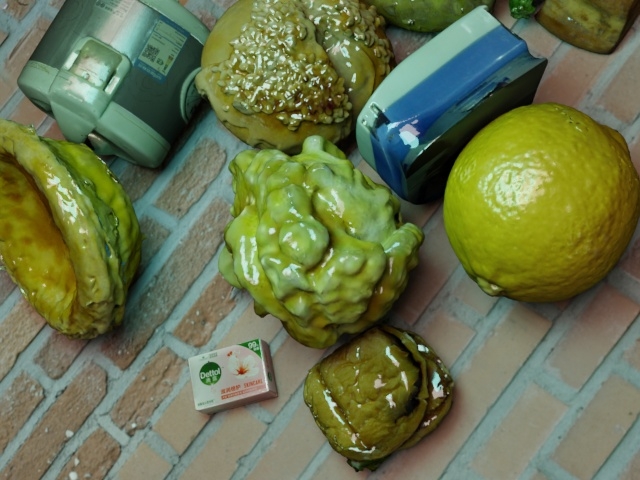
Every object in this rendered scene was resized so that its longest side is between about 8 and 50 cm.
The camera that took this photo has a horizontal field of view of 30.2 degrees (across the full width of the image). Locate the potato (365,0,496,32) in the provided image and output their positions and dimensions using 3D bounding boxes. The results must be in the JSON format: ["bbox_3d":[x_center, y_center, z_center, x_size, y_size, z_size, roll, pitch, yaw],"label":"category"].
[{"bbox_3d":[0.168,-0.408,1.902,0.251,0.113,0.149,9,85,31],"label":"potato"}]

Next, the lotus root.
[{"bbox_3d":[0.424,-0.373,1.816,0.135,0.095,0.159,42,94,21],"label":"lotus root"}]

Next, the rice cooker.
[{"bbox_3d":[-0.327,-0.270,1.929,0.288,0.288,0.277,26,80,24],"label":"rice cooker"}]

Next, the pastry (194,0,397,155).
[{"bbox_3d":[-0.030,-0.281,1.832,0.315,0.184,0.284,-26,77,-17],"label":"pastry"}]

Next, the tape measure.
[{"bbox_3d":[0.181,-0.185,1.739,0.259,0.262,0.138,-36,71,-10],"label":"tape measure"}]

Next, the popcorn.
[{"bbox_3d":[-0.002,-0.003,1.731,0.279,0.335,0.274,8,114,-14],"label":"popcorn"}]

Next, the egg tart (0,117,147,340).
[{"bbox_3d":[-0.401,-0.023,1.872,0.169,0.388,0.388,-29,61,-30],"label":"egg tart"}]

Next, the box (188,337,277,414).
[{"bbox_3d":[-0.136,0.211,1.832,0.125,0.043,0.089,-18,68,12],"label":"box"}]

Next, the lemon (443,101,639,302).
[{"bbox_3d":[0.307,-0.053,1.652,0.293,0.293,0.293,-6,71,17],"label":"lemon"}]

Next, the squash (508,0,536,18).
[{"bbox_3d":[0.352,-0.533,1.883,0.107,0.107,0.395,6,74,20],"label":"squash"}]

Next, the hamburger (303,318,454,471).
[{"bbox_3d":[0.079,0.217,1.716,0.206,0.130,0.183,-36,63,7],"label":"hamburger"}]
